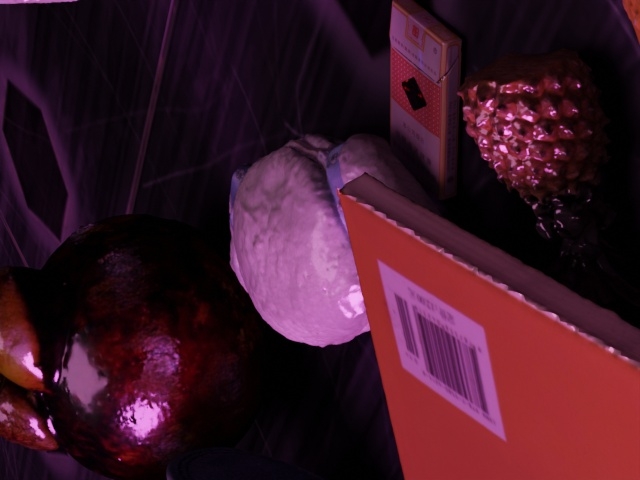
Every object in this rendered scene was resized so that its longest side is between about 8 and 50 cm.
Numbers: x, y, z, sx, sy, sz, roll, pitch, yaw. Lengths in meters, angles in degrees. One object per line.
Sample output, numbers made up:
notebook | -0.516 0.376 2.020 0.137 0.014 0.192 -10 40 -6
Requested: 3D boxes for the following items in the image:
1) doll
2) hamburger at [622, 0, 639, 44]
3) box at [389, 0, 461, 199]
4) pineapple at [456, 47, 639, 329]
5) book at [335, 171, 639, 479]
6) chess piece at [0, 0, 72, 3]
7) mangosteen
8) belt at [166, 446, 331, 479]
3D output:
doll | 0.000 0.000 0.923 0.214 0.071 0.104 -7 103 67
hamburger | 0.145 -0.072 0.501 0.183 0.130 0.206 64 157 22
box | 0.047 -0.064 0.851 0.046 0.012 0.083 47 148 45
pineapple | 0.095 -0.013 0.741 0.058 0.058 0.124 13 124 62
book | 0.118 0.172 0.794 0.262 0.028 0.374 31 143 50
chess piece | -0.167 -0.282 0.966 0.194 0.194 0.299 28 123 57
mangosteen | -0.120 0.066 1.097 0.172 0.184 0.172 -1 89 52
belt | -0.025 0.241 1.034 0.206 0.116 0.268 -28 86 40
